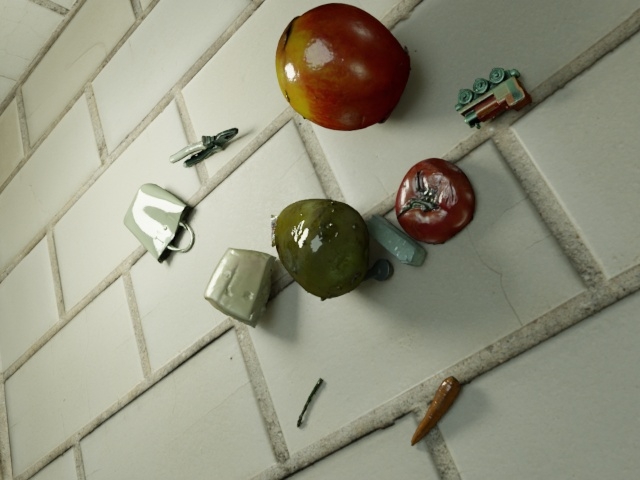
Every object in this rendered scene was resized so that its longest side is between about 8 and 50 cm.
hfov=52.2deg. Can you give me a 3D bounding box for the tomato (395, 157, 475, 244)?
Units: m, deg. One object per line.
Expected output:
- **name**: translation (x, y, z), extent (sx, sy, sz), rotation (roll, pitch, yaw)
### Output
- **tomato**: translation (0.279, -0.107, 1.663), extent (0.228, 0.101, 0.228), rotation (-8, 77, 36)

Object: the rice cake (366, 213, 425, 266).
- **rice cake**: translation (0.194, -0.002, 1.730), extent (0.206, 0.069, 0.063), rotation (44, 110, 41)

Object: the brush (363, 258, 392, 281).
- **brush**: translation (0.092, 0.113, 1.819), extent (0.266, 0.027, 0.062), rotation (-24, 64, 38)

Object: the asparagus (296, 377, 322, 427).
- **asparagus**: translation (-0.035, 0.459, 1.843), extent (0.016, 0.016, 0.163), rotation (29, 98, 22)

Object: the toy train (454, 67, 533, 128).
- **toy train**: translation (0.422, -0.348, 1.619), extent (0.176, 0.074, 0.118), rotation (-31, 65, 28)

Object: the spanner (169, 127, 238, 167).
- **spanner**: translation (-0.404, -0.329, 2.295), extent (0.324, 0.095, 0.040), rotation (-20, 68, 36)

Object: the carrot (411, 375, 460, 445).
- **carrot**: translation (0.274, 0.418, 1.578), extent (0.048, 0.048, 0.216), rotation (42, 112, 38)

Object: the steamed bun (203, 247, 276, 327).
- **steamed bun**: translation (-0.232, 0.134, 2.014), extent (0.200, 0.170, 0.226), rotation (24, 78, 10)

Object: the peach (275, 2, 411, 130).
- **peach**: translation (0.066, -0.472, 1.788), extent (0.370, 0.370, 0.370), rotation (-11, 72, 38)

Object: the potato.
- **potato**: translation (-0.002, 0.017, 1.781), extent (0.359, 0.219, 0.270), rotation (-160, 66, -64)

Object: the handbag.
- **handbag**: translation (-0.580, -0.060, 2.378), extent (0.315, 0.109, 0.241), rotation (37, 105, 36)

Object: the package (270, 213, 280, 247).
- **package**: translation (-0.112, -0.039, 2.019), extent (0.120, 0.031, 0.108), rotation (-13, 71, 37)
